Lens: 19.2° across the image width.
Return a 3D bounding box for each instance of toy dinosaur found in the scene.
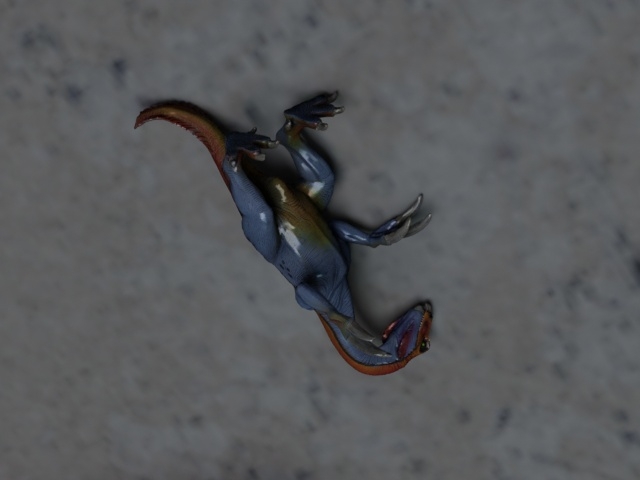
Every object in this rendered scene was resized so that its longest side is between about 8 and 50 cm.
[{"bbox_3d":[0.000,0.000,0.534,0.090,0.047,0.082,25,140,42],"label":"toy dinosaur"}]
